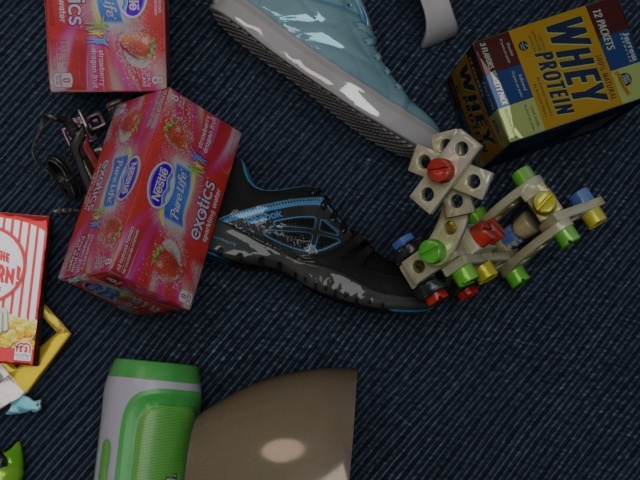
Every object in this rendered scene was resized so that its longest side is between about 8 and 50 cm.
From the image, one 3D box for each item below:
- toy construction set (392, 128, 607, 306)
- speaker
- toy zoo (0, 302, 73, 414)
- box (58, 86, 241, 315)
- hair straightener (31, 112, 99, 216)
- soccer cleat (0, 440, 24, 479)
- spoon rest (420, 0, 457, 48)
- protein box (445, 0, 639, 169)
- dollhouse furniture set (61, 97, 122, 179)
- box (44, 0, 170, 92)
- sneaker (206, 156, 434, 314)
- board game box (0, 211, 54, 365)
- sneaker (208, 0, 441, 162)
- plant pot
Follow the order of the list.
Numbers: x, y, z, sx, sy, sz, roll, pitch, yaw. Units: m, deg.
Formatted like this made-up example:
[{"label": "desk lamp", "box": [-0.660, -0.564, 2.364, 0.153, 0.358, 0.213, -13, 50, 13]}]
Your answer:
[{"label": "toy construction set", "box": [0.209, -0.020, 1.479, 0.215, 0.328, 0.151, -37, 59, 24]}, {"label": "speaker", "box": [-0.223, 0.301, 1.486, 0.131, 0.131, 0.296, 6, 83, -3]}, {"label": "toy zoo", "box": [-0.462, 0.113, 1.540, 0.192, 0.030, 0.293, -43, 88, -8]}, {"label": "box", "box": [-0.211, -0.046, 1.480, 0.128, 0.123, 0.256, 31, 63, -36]}, {"label": "hair straightener", "box": [-0.308, -0.060, 1.522, 0.089, 0.047, 0.230, -28, 114, -5]}, {"label": "soccer cleat", "box": [-0.470, 0.284, 1.510, 0.179, 0.060, 0.072, 3, 73, -10]}, {"label": "spoon rest", "box": [0.115, -0.405, 1.615, 0.137, 0.084, 0.276, -24, 86, -6]}, {"label": "protein box", "box": [0.293, -0.199, 1.542, 0.200, 0.201, 0.136, -19, 85, -6]}, {"label": "dollhouse furniture set", "box": [-0.284, -0.124, 1.554, 0.091, 0.081, 0.114, -26, 85, -6]}, {"label": "box", "box": [-0.269, -0.346, 1.504, 0.154, 0.142, 0.299, -1, 106, -4]}, {"label": "sneaker", "box": [0.000, 0.000, 1.537, 0.341, 0.125, 0.139, 20, 83, -1]}, {"label": "board game box", "box": [-0.427, 0.059, 1.510, 0.147, 0.045, 0.193, 4, 83, -4]}, {"label": "sneaker", "box": [0.035, -0.255, 1.566, 0.366, 0.135, 0.150, 37, 85, 0]}, {"label": "plant pot", "box": [-0.064, 0.288, 1.425, 0.191, 0.284, 0.284, 5, 83, 1]}]
